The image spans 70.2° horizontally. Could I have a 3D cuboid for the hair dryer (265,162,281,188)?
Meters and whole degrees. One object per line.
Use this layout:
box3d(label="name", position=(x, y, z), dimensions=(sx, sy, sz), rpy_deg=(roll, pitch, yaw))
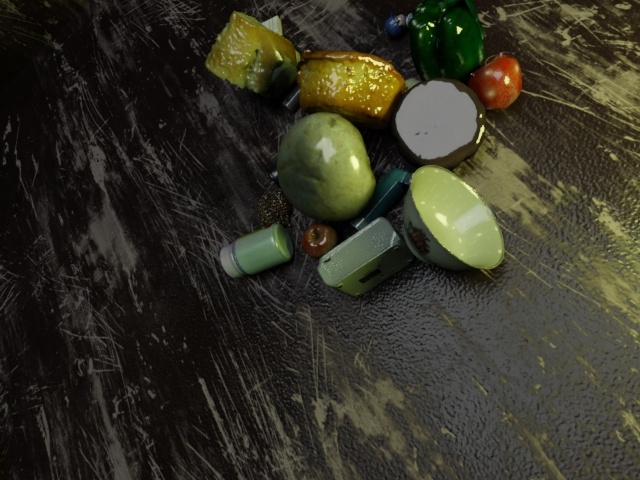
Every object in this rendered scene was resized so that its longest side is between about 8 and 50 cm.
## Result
box3d(label="hair dryer", position=(-0.049, -0.195, 1.600), dimensions=(0.197, 0.089, 0.251), rpy_deg=(-31, 76, -1))

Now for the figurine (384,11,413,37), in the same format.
box3d(label="figurine", position=(0.307, -0.787, 1.643), dimensions=(0.149, 0.086, 0.087), rpy_deg=(-5, 111, 12))

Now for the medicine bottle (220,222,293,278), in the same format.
box3d(label="medicine bottle", position=(-0.217, 0.039, 1.565), dimensions=(0.225, 0.139, 0.139), rpy_deg=(-21, 65, 17))

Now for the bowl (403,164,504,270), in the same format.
box3d(label="bowl", position=(0.336, -0.032, 1.278), dimensions=(0.157, 0.337, 0.337), rpy_deg=(-45, 55, 42))

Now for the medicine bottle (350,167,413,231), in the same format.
box3d(label="medicine bottle", position=(0.209, -0.125, 1.456), dimensions=(0.258, 0.079, 0.124), rpy_deg=(-47, 58, 5))

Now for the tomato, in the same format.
box3d(label="tomato", position=(0.538, -0.477, 1.387), dimensions=(0.167, 0.167, 0.167), rpy_deg=(-8, 70, 23))

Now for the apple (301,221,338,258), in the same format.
box3d(label="apple", position=(0.000, 0.003, 1.498), dimensions=(0.126, 0.102, 0.126), rpy_deg=(-10, 64, 20))

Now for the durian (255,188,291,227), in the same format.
box3d(label="durian", position=(-0.169, -0.112, 1.621), dimensions=(0.148, 0.091, 0.188), rpy_deg=(-45, 63, 3))

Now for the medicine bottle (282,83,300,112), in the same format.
box3d(label="medicine bottle", position=(-0.065, -0.584, 1.751), dimensions=(0.057, 0.057, 0.199), rpy_deg=(41, 93, 30))

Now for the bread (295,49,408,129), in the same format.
box3d(label="bread", position=(0.090, -0.482, 1.478), dimensions=(0.337, 0.358, 0.204), rpy_deg=(-170, 90, -72))

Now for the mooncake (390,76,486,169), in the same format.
box3d(label="mooncake", position=(0.359, -0.347, 1.395), dimensions=(0.283, 0.141, 0.283), rpy_deg=(0, 90, 11))

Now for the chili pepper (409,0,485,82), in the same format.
box3d(label="chili pepper", position=(0.395, -0.640, 1.444), dimensions=(0.233, 0.257, 0.248), rpy_deg=(-16, 59, 23))

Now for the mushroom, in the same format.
box3d(label="mushroom", position=(0.021, -0.225, 1.414), dimensions=(0.260, 0.352, 0.352), rpy_deg=(-27, 52, -37))

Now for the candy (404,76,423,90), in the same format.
box3d(label="candy", position=(0.310, -0.508, 1.559), dimensions=(0.103, 0.043, 0.103), rpy_deg=(-8, 70, 23))

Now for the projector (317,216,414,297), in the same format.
box3d(label="projector", position=(0.142, 0.062, 1.356), dimensions=(0.250, 0.198, 0.108), rpy_deg=(-36, 62, 11))

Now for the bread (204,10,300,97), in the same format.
box3d(label="bread", position=(-0.214, -0.672, 1.727), dimensions=(0.264, 0.395, 0.239), rpy_deg=(36, 110, 6))

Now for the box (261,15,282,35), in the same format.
box3d(label="box", position=(-0.241, -0.889, 1.945), dimensions=(0.154, 0.040, 0.084), rpy_deg=(-16, 70, 21))
